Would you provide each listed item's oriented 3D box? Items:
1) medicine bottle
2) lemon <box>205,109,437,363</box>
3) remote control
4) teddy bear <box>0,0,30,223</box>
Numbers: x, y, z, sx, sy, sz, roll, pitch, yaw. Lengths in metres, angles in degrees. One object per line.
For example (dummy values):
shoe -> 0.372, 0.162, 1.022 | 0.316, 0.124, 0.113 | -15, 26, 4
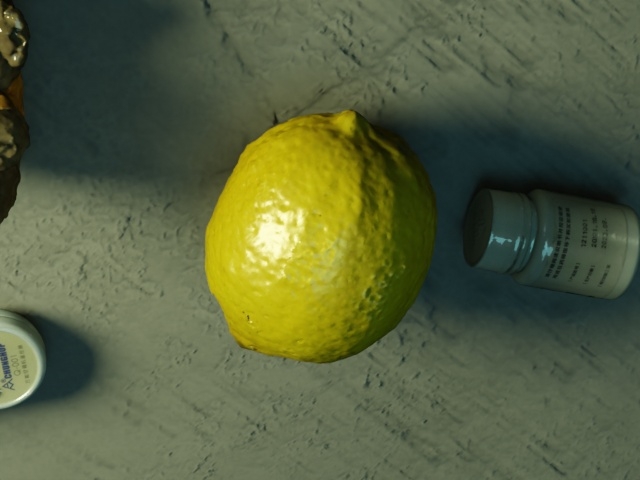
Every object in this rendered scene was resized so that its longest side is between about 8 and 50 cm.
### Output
medicine bottle -> 0.187, 0.000, 1.545 | 0.130, 0.080, 0.080 | 9, 118, -14
lemon -> 0.000, -0.003, 1.459 | 0.181, 0.180, 0.193 | 8, 89, -14
remote control -> -0.343, 0.107, 1.534 | 0.244, 0.047, 0.087 | -9, 124, -5
teddy bear -> -0.269, -0.108, 1.377 | 0.140, 0.177, 0.190 | -24, 138, -51
